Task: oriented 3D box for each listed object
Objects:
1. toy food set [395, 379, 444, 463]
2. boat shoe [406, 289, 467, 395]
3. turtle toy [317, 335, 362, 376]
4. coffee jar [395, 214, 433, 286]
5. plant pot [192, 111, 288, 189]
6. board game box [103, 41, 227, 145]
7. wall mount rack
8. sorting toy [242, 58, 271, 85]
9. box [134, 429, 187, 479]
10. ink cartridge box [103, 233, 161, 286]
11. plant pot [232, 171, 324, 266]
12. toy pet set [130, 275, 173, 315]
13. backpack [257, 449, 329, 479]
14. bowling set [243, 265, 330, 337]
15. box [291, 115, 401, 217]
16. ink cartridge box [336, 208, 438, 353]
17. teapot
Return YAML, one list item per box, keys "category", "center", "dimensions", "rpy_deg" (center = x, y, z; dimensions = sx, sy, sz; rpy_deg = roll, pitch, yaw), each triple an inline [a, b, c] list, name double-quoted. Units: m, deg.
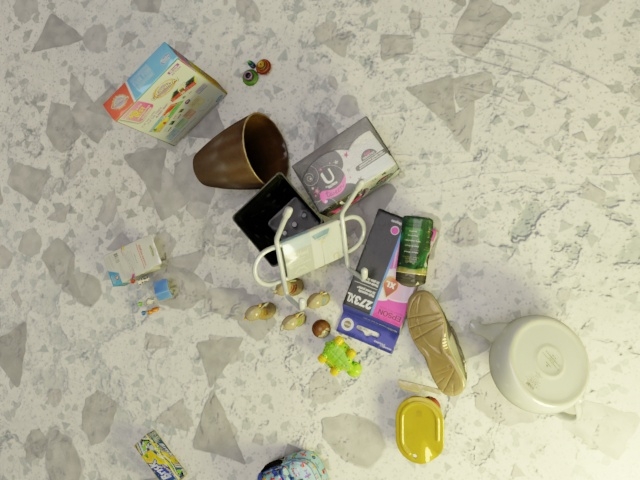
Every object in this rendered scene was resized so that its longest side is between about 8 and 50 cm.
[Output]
- category: "toy food set"
  center: [0.270, 0.478, 1.553]
  dimensions: [0.128, 0.071, 0.218]
  rpy_deg: [1, 92, 19]
- category: "boat shoe"
  center: [0.313, 0.266, 1.543]
  dimensions: [0.103, 0.092, 0.285]
  rpy_deg: [-26, 83, 25]
- category: "turtle toy"
  center: [0.060, 0.329, 1.618]
  dimensions: [0.130, 0.066, 0.095]
  rpy_deg: [45, 98, 12]
- category: "coffee jar"
  center: [0.243, 0.030, 1.509]
  dimensions: [0.079, 0.096, 0.184]
  rpy_deg: [7, 88, 17]
- category: "plant pot"
  center: [-0.246, -0.233, 1.678]
  dimensions: [0.230, 0.215, 0.215]
  rpy_deg: [-12, 84, 30]
- category: "board game box"
  center: [-0.430, -0.404, 1.661]
  dimensions: [0.242, 0.316, 0.064]
  rpy_deg: [-42, 78, 8]
- category: "wall mount rack"
  center: [0.000, 0.000, 1.456]
  dimensions: [0.130, 0.350, 0.304]
  rpy_deg: [34, 139, 49]
- category: "sorting toy"
  center: [-0.199, -0.514, 1.747]
  dimensions: [0.102, 0.042, 0.061]
  rpy_deg: [-33, 79, 11]
- category: "box"
  center: [-0.480, 0.660, 1.748]
  dimensions: [0.059, 0.054, 0.169]
  rpy_deg: [-44, 77, 8]
- category: "ink cartridge box"
  center: [-0.569, 0.061, 1.802]
  dimensions: [0.181, 0.061, 0.104]
  rpy_deg: [-24, 82, 13]
- category: "plant pot"
  center: [-0.096, -0.051, 1.630]
  dimensions: [0.187, 0.167, 0.188]
  rpy_deg: [-43, 77, 9]
- category: "toy pet set"
  center: [-0.509, 0.167, 1.762]
  dimensions: [0.114, 0.065, 0.122]
  rpy_deg: [-17, 105, -6]
- category: "backpack"
  center: [-0.070, 0.674, 1.609]
  dimensions: [0.173, 0.117, 0.158]
  rpy_deg: [-26, 82, 9]
- category: "bowling set"
  center: [-0.044, 0.179, 1.609]
  dimensions: [0.200, 0.154, 0.287]
  rpy_deg: [45, 99, 13]
- category: "box"
  center: [0.075, -0.196, 1.606]
  dimensions: [0.247, 0.142, 0.163]
  rpy_deg: [-32, 79, 11]
- category: "ink cartridge box"
  center: [0.179, 0.114, 1.605]
  dimensions: [0.176, 0.069, 0.371]
  rpy_deg: [21, 95, 14]
- category: "teapot"
  center: [0.522, 0.316, 1.445]
  dimensions: [0.252, 0.187, 0.256]
  rpy_deg: [4, 69, -12]
